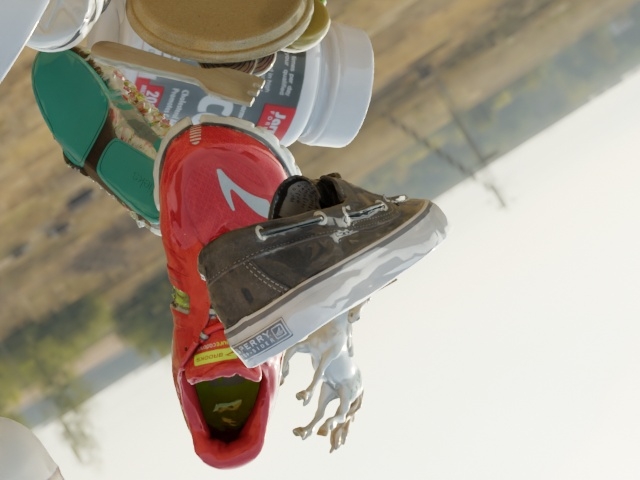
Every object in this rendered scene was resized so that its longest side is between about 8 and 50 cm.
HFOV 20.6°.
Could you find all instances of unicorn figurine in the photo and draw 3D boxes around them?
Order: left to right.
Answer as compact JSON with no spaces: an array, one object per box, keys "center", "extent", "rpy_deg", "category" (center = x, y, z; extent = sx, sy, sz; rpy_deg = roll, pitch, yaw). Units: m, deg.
[{"center":[0.010,0.104,1.512],"extent":[0.111,0.060,0.162],"rpy_deg":[-50,157,-29],"category":"unicorn figurine"}]

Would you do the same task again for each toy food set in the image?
[{"center":[-0.062,-0.147,1.152],"extent":[0.038,0.132,0.192],"rpy_deg":[92,20,-44],"category":"toy food set"}]

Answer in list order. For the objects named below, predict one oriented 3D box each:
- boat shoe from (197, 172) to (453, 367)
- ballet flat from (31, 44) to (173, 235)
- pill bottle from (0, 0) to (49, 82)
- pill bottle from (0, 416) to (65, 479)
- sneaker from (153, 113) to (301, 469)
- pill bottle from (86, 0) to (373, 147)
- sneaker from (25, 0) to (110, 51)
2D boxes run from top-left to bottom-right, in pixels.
[{"center":[0.000,0.000,0.931],"extent":[0.080,0.076,0.228],"rpy_deg":[-33,179,30],"category":"boat shoe"},{"center":[-0.150,-0.076,1.408],"extent":[0.077,0.241,0.091],"rpy_deg":[9,120,-47],"category":"ballet flat"},{"center":[-0.311,-0.193,0.936],"extent":[0.188,0.334,0.188],"rpy_deg":[-47,-157,27],"category":"pill bottle"},{"center":[-0.119,0.134,0.567],"extent":[0.121,0.221,0.121],"rpy_deg":[-30,-176,2],"category":"pill bottle"},{"center":[-0.060,0.044,1.227],"extent":[0.107,0.279,0.118],"rpy_deg":[-3,-145,0],"category":"sneaker"},{"center":[-0.097,-0.184,1.883],"extent":[0.283,0.161,0.161],"rpy_deg":[8,163,-23],"category":"pill bottle"},{"center":[-0.196,-0.252,1.312],"extent":[0.094,0.235,0.153],"rpy_deg":[-6,178,-3],"category":"sneaker"}]
